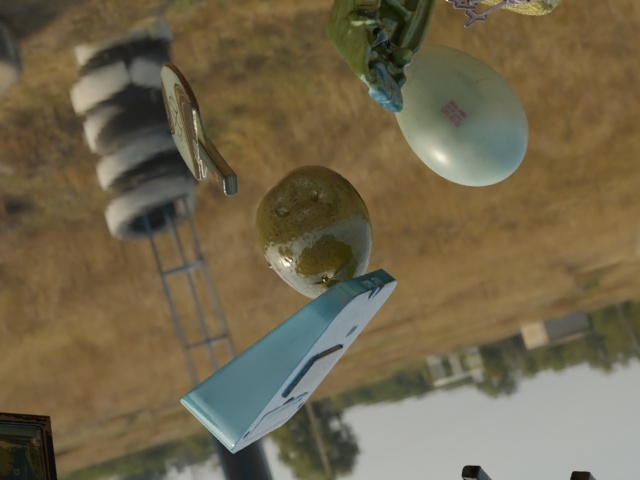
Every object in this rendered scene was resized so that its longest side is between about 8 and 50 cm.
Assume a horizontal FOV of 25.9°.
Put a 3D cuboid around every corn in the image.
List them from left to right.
[{"bbox_3d":[0.269,-0.376,2.043,0.072,0.072,0.203,-13,-154,-35],"label":"corn"}]

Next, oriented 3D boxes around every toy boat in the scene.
[{"bbox_3d":[0.078,-0.279,1.557,0.084,0.276,0.111,2,160,40],"label":"toy boat"}]

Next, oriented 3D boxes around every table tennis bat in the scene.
[{"bbox_3d":[-0.186,-0.155,2.089,0.022,0.173,0.301,-17,-141,-17],"label":"table tennis bat"}]

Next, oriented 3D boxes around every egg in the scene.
[{"bbox_3d":[0.216,-0.202,2.204,0.183,0.264,0.183,-35,160,-15],"label":"egg"}]

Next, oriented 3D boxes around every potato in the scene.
[{"bbox_3d":[0.000,0.000,1.828,0.157,0.157,0.194,-18,143,10],"label":"potato"}]

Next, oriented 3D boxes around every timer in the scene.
[{"bbox_3d":[-0.030,0.125,1.681,0.250,0.091,0.232,-48,168,15],"label":"timer"}]

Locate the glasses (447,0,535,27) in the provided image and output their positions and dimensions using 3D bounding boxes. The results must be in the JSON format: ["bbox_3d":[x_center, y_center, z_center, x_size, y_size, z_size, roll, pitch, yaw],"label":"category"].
[{"bbox_3d":[0.212,-0.378,1.693,0.162,0.255,0.095,17,-158,24],"label":"glasses"}]

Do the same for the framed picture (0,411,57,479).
[{"bbox_3d":[-0.387,0.268,1.659,0.023,0.128,0.168,-25,156,35],"label":"framed picture"}]

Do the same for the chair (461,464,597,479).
[{"bbox_3d":[0.353,0.496,1.973,0.203,0.241,0.416,-5,153,31],"label":"chair"}]
